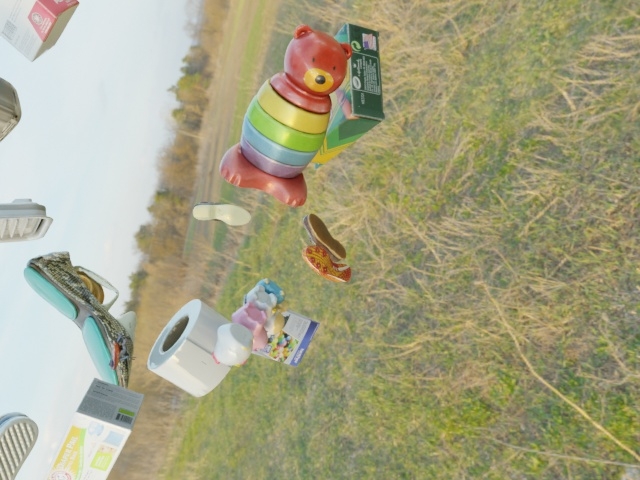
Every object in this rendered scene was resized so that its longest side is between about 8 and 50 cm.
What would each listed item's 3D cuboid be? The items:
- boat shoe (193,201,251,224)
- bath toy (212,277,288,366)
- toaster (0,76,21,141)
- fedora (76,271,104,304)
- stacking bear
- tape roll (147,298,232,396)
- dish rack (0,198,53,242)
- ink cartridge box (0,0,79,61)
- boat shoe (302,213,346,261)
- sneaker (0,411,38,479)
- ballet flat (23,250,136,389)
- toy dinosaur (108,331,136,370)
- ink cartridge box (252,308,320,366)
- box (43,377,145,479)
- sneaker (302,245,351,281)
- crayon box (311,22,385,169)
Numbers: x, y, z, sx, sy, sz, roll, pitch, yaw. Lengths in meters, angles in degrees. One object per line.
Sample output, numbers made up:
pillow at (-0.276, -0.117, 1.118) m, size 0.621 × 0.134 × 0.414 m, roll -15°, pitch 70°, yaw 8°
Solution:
boat shoe at (-0.229, -0.066, 1.121) m, size 0.042 × 0.132 × 0.049 m, roll -116°, pitch 33°, yaw -71°
bath toy at (-0.196, 0.245, 1.354) m, size 0.129 × 0.151 × 0.348 m, roll -47°, pitch 2°, yaw 25°
toaster at (-0.656, -0.241, 0.862) m, size 0.227 × 0.146 × 0.129 m, roll -34°, pitch 67°, yaw 16°
fedora at (-0.898, 0.192, 1.782) m, size 0.079 × 0.194 × 0.194 m, roll -41°, pitch 41°, yaw 48°
stacking bear at (-0.049, -0.235, 0.869) m, size 0.289 × 0.175 × 0.164 m, roll -58°, pitch 22°, yaw 33°
tape roll at (-0.378, 0.325, 1.454) m, size 0.246 × 0.169 × 0.246 m, roll -38°, pitch 26°, yaw 22°
dish rack at (-0.921, -0.049, 1.286) m, size 0.285 × 0.332 × 0.072 m, roll -23°, pitch 76°, yaw 51°
ink cartridge box at (-0.633, -0.507, 0.972) m, size 0.158 × 0.218 × 0.092 m, roll -26°, pitch 32°, yaw 38°
boat shoe at (0.000, 0.000, 1.554) m, size 0.073 × 0.207 × 0.073 m, roll -17°, pitch 35°, yaw 34°
sneaker at (-0.798, 0.564, 1.129) m, size 0.127 × 0.126 × 0.321 m, roll 0°, pitch 53°, yaw 45°
ballet flat at (-0.661, 0.211, 1.414) m, size 0.182 × 0.483 × 0.164 m, roll -33°, pitch -13°, yaw -47°
toy dinosaur at (-0.426, 0.234, 0.992) m, size 0.082 × 0.047 × 0.090 m, roll -63°, pitch -18°, yaw 1°
ink cartridge box at (-0.135, 0.348, 1.757) m, size 0.065 × 0.311 × 0.186 m, roll 23°, pitch 85°, yaw 50°
box at (-0.458, 0.402, 0.972) m, size 0.203 × 0.114 × 0.103 m, roll -60°, pitch 15°, yaw 17°
sneaker at (0.006, 0.066, 1.178) m, size 0.067 × 0.175 × 0.064 m, roll -7°, pitch 60°, yaw 37°
crayon box at (0.021, -0.301, 1.077) m, size 0.318 × 0.081 × 0.202 m, roll 155°, pitch 115°, yaw -62°
